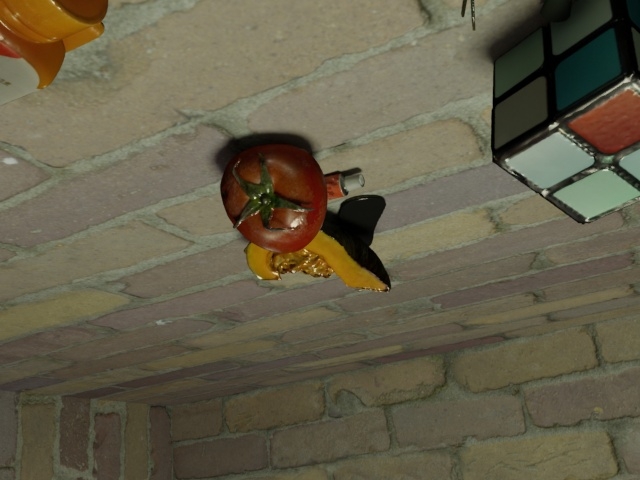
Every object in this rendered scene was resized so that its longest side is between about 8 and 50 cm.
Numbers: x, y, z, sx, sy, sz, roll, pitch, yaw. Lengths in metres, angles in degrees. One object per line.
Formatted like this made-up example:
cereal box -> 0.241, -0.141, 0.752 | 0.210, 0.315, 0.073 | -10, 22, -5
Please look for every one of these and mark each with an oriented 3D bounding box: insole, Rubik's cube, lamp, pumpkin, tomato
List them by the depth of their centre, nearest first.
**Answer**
lamp -> 0.215, -0.259, 0.649 | 0.121, 0.041, 0.054 | -10, 150, 0
Rubik's cube -> 0.320, -0.153, 0.700 | 0.183, 0.167, 0.180 | 28, 144, -27
tomato -> -0.061, -0.062, 0.904 | 0.167, 0.168, 0.167 | -6, 158, -2
pumpkin -> 0.003, -0.003, 1.133 | 0.278, 0.111, 0.163 | 6, 141, 3
insole -> 0.059, -0.011, 1.238 | 0.118, 0.009, 0.348 | -4, 158, -10

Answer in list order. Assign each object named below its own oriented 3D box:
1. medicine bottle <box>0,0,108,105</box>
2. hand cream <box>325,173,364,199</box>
medicine bottle -> -0.309, -0.201, 0.529 | 0.222, 0.112, 0.149 | -14, 157, 18
hand cream -> -0.030, -0.080, 1.020 | 0.216, 0.038, 0.052 | -12, 130, 23
